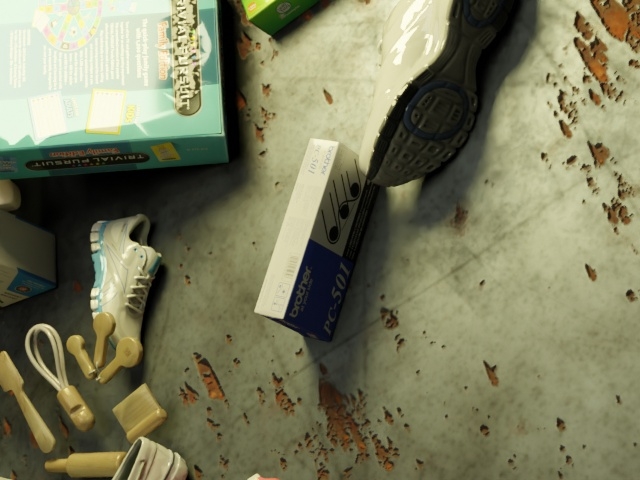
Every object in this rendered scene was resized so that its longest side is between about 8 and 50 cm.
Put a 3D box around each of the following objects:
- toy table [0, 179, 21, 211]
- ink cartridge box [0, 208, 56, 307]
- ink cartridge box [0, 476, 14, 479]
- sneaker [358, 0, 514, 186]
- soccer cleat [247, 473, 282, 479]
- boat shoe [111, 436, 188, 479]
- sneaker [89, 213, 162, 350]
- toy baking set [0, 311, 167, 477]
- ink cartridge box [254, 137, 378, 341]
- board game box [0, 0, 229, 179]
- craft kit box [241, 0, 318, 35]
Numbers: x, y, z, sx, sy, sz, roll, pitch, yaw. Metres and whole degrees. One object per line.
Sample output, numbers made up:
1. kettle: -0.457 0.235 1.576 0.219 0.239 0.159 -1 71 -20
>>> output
1. toy table: -0.515 -0.094 2.017 0.252 0.274 0.161 -16 66 22
2. ink cartridge box: -0.466 0.035 2.007 0.203 0.148 0.086 -21 63 28
3. ink cartridge box: -0.479 0.487 1.803 0.384 0.160 0.279 -40 53 22
4. sneaker: 0.116 -0.196 1.746 0.129 0.111 0.297 14 75 53
5. soccer cleat: -0.109 0.361 1.677 0.248 0.083 0.095 -47 57 7
6. boat shoe: -0.242 0.325 1.755 0.226 0.076 0.083 -58 25 -18
7. sneaker: -0.232 0.048 1.893 0.083 0.071 0.191 -20 61 20
8. toy baking set: -0.286 0.190 1.864 0.256 0.030 0.197 -12 83 32
9. ink cartridge box: 0.000 0.000 1.732 0.046 0.097 0.207 11 78 37
10. board game box: -0.288 -0.211 1.929 0.336 0.079 0.254 -4 66 0
11. craft kit box: -0.015 -0.422 1.941 0.250 0.061 0.247 -33 54 20
